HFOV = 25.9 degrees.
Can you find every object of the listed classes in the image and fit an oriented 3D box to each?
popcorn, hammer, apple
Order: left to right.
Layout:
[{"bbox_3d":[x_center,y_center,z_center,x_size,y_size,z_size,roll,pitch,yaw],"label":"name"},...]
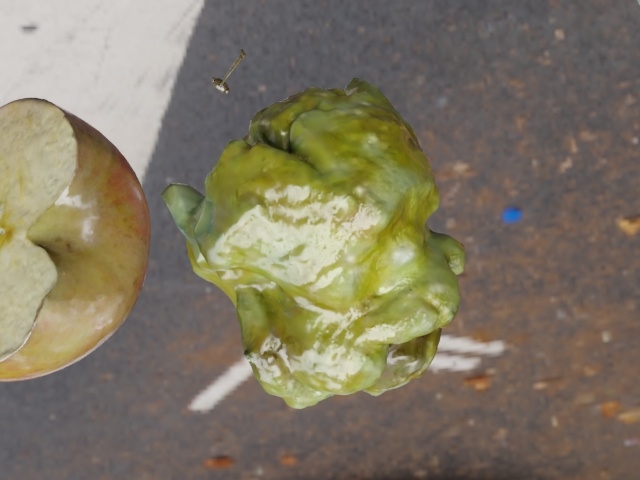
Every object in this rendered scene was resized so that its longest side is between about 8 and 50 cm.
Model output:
[{"bbox_3d":[-0.286,0.016,1.457,0.251,0.293,0.163,-7,157,42],"label":"apple"},{"bbox_3d":[-0.113,-0.214,1.753,0.029,0.014,0.123,39,158,-6],"label":"hammer"},{"bbox_3d":[0.007,0.001,1.209,0.225,0.276,0.276,-29,152,-7],"label":"popcorn"}]

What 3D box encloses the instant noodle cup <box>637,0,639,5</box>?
[{"bbox_3d":[0.432,-0.257,1.205,0.308,0.294,0.294,9,150,-44],"label":"instant noodle cup"}]
